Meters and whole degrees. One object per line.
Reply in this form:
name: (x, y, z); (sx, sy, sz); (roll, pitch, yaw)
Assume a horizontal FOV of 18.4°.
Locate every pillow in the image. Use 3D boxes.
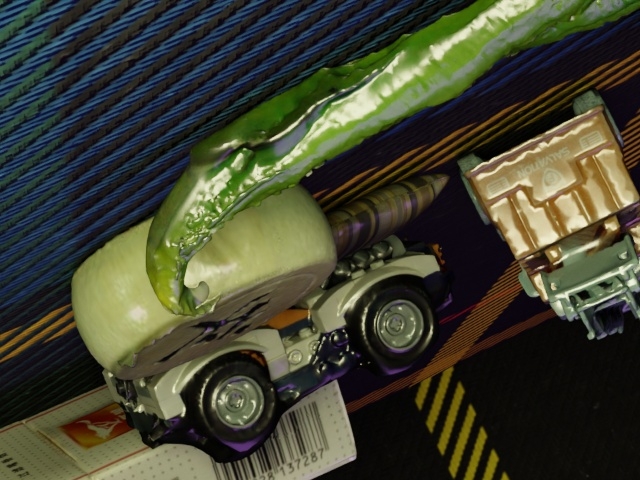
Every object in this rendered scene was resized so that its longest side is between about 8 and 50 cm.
pillow: (0.000, 0.000, 1.555); (0.203, 0.038, 0.113); (-24, 172, -22)

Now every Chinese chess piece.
Chinese chess piece: (-0.079, 0.027, 1.374); (0.188, 0.083, 0.188); (-27, 168, -6)

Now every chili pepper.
chili pepper: (0.042, -0.081, 1.149); (0.359, 0.076, 0.085); (-32, 150, 10)

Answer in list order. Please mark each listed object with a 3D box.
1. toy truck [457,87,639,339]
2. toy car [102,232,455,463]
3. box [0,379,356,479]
toy truck: (0.222, -0.001, 1.691); (0.133, 0.184, 0.338); (-26, 170, 7)
toy car: (-0.031, 0.076, 1.646); (0.301, 0.118, 0.193); (-27, -169, -18)
box: (-0.161, 0.195, 1.759); (0.330, 0.095, 0.210); (-24, -162, -20)
